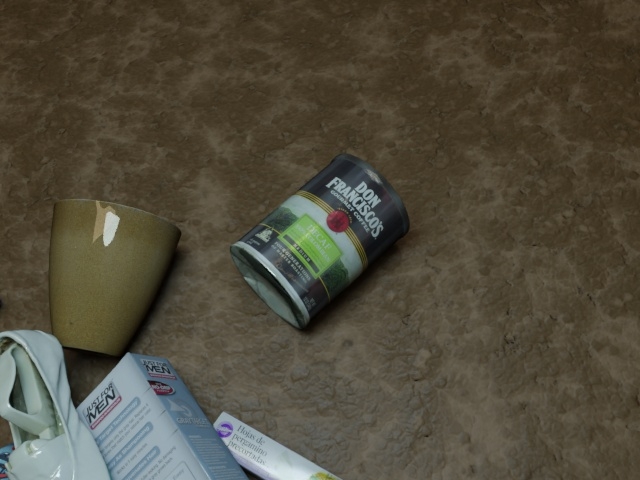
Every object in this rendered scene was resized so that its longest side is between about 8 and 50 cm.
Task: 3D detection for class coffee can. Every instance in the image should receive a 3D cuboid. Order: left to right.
[{"bbox_3d":[0.000,0.000,1.322,0.275,0.201,0.202,-42,64,-18],"label":"coffee can"}]

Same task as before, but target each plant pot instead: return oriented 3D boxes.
[{"bbox_3d":[-0.402,0.081,1.315,0.237,0.237,0.254,7,75,10],"label":"plant pot"}]

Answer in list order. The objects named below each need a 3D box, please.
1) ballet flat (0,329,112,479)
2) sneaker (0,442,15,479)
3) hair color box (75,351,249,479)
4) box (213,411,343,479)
[{"bbox_3d":[-0.434,0.300,1.093,0.139,0.139,0.400,-25,56,-10],"label":"ballet flat"},{"bbox_3d":[-0.502,0.391,1.184,0.262,0.104,0.125,-12,56,-2],"label":"sneaker"},{"bbox_3d":[-0.241,0.379,1.124,0.185,0.114,0.374,-46,63,8],"label":"hair color box"},{"bbox_3d":[-0.039,0.389,1.164,0.324,0.067,0.063,24,63,20],"label":"box"}]
